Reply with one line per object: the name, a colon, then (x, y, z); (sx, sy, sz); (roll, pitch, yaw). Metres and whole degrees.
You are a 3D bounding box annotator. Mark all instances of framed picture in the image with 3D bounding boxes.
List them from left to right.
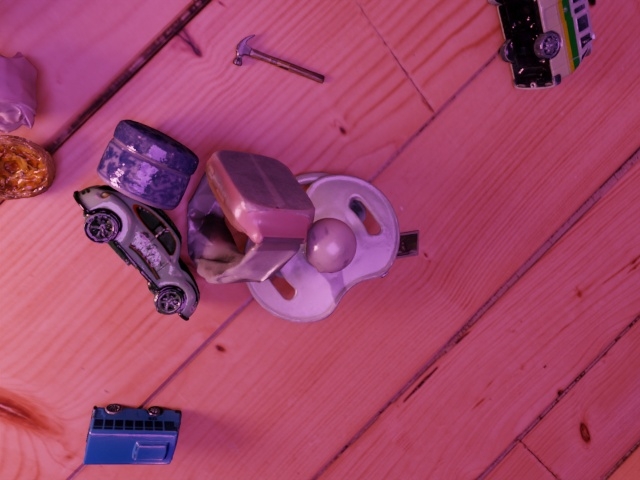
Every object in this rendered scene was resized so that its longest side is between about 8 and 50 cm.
framed picture: (0.198, 0.012, 1.087); (0.089, 0.007, 0.066); (-8, 109, -17)

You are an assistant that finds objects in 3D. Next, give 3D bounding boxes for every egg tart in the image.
egg tart: (-0.514, -0.125, 0.755); (0.129, 0.049, 0.128); (-19, 140, -17)

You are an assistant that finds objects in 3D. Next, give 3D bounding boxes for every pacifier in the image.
pacifier: (0.000, 0.000, 0.880); (0.343, 0.269, 0.288); (-39, 91, -8)

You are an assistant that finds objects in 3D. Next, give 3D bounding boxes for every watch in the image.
watch: (-0.153, -0.025, 0.808); (0.162, 0.253, 0.241); (5, 129, -40)

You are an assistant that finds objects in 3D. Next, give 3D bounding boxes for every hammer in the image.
hammer: (-0.074, -0.343, 0.871); (0.182, 0.017, 0.062); (11, 103, -24)

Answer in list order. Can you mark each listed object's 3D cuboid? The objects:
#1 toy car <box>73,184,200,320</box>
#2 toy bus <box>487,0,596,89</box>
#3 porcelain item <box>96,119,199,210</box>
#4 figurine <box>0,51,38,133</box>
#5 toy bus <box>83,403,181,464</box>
toy car: (-0.317, 0.012, 0.835); (0.125, 0.136, 0.305); (-42, 116, -13)
toy bus: (0.475, -0.480, 0.956); (0.165, 0.133, 0.276); (-30, 115, -8)
porcelain item: (-0.296, -0.134, 0.787); (0.147, 0.147, 0.114); (27, 96, -25)
figurine: (-0.562, -0.217, 0.653); (0.276, 0.200, 0.133); (-13, 84, -33)
toy bus: (-0.392, 0.414, 0.953); (0.185, 0.106, 0.090); (11, 100, -23)
